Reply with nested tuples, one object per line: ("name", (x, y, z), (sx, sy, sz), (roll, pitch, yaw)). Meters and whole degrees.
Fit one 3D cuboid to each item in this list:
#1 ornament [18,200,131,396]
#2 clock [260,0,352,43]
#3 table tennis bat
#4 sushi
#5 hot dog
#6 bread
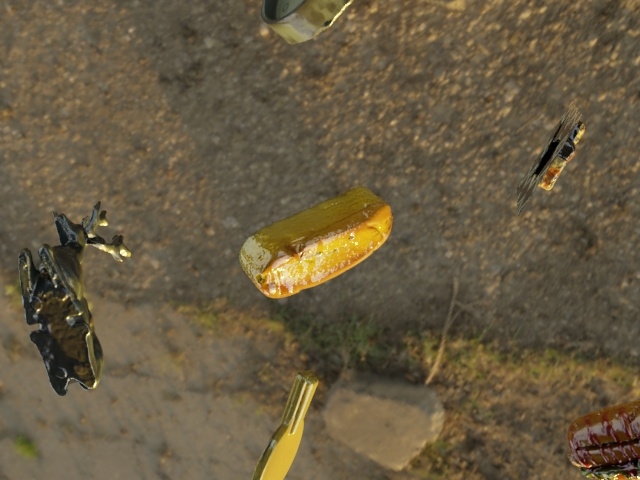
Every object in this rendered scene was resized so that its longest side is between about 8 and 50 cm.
("ornament", (-0.295, 0.058, 1.232), (0.080, 0.236, 0.202), (-10, 112, 5))
("clock", (0.015, -0.490, 1.698), (0.067, 0.325, 0.325), (31, 138, -26))
("table tennis bat", (-0.073, 0.426, 2.131), (0.050, 0.198, 0.320), (24, 107, 19))
("sushi", (0.249, -0.083, 1.038), (0.026, 0.126, 0.120), (30, 108, 1))
("hot dog", (0.264, 0.157, 0.783), (0.144, 0.038, 0.062), (-19, 84, 32))
("bread", (0.000, 0.000, 1.475), (0.094, 0.246, 0.102), (48, 151, 34))
